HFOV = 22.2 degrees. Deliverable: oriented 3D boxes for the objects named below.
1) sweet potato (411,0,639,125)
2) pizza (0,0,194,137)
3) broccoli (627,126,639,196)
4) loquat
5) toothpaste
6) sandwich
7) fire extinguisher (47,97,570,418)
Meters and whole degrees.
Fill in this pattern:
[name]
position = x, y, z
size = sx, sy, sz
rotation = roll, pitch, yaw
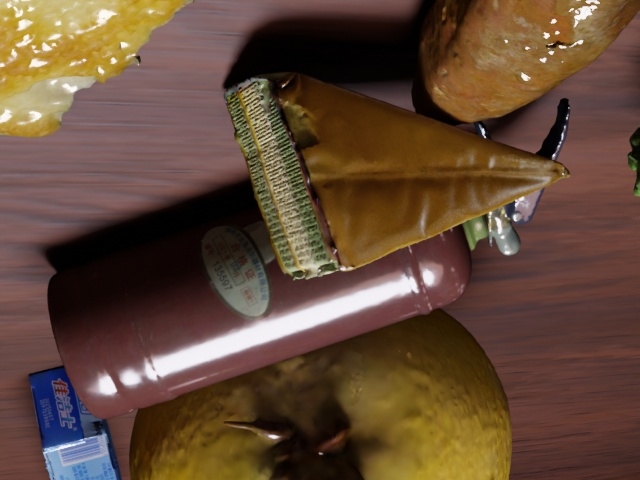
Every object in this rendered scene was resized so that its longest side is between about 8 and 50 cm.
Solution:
[sweet potato]
position = 0.112, -0.129, 0.828
size = 0.097, 0.097, 0.251
rotation = -4, 159, -27
[pizza]
position = -0.098, -0.141, 0.676
size = 0.287, 0.075, 0.280
rotation = -23, 159, 8
[broccoli]
position = 0.263, -0.091, 0.758
size = 0.254, 0.186, 0.302
rotation = -49, 166, -19
[loquat]
position = 0.005, 0.160, 1.146
size = 0.275, 0.275, 0.275
rotation = -15, 156, -7
[toothpaste]
position = -0.188, 0.179, 1.303
size = 0.053, 0.066, 0.272
rotation = -14, 156, -8
[sandwich]
position = 0.044, -0.058, 0.911
size = 0.163, 0.113, 0.079
rotation = -21, -176, -25
[fire extinguisher]
position = 0.000, 0.000, 1.021
size = 0.344, 0.102, 0.138
rotation = -19, 122, 4
